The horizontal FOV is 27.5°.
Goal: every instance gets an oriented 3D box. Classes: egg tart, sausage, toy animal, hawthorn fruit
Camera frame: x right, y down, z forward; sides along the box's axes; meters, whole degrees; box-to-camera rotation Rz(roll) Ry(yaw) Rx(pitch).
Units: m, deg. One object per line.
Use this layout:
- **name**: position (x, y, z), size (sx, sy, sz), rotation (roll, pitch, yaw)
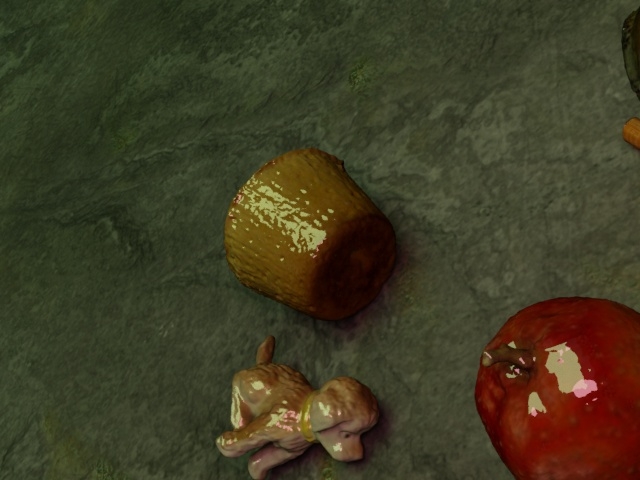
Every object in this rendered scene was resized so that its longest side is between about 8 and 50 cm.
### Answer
- **egg tart**: position (0.000, 0.000, 1.595), size (0.147, 0.202, 0.202), rotation (33, 84, 40)
- **sausage**: position (0.373, -0.101, 1.427), size (0.031, 0.031, 0.107), rotation (-48, 39, 2)
- **toy animal**: position (-0.012, 0.173, 1.521), size (0.185, 0.104, 0.183), rotation (-20, 47, 38)
- **hawthorn fruit**: position (0.233, 0.142, 1.177), size (0.205, 0.253, 0.205), rotation (-25, 47, 30)

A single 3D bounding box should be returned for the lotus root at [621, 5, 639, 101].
- **lotus root**: position (0.439, -0.241, 1.388), size (0.260, 0.149, 0.267), rotation (-1, 55, 44)
